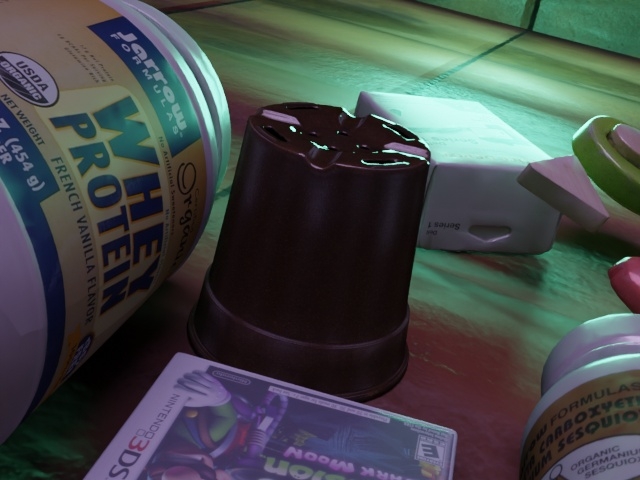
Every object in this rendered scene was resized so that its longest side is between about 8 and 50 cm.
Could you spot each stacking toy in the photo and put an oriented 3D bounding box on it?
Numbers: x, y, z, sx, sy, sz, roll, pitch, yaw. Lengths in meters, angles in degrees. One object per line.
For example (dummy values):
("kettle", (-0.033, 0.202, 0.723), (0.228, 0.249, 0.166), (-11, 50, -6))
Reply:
("stacking toy", (0.355, -0.039, 0.772), (0.279, 0.130, 0.309), (46, 37, 15))

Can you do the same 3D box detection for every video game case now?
("video game case", (-0.024, 0.135, 0.473), (0.190, 0.022, 0.173), (15, 25, 7))

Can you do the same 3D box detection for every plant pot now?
("plant pot", (0.000, 0.000, 0.601), (0.167, 0.165, 0.167), (10, 25, -5))

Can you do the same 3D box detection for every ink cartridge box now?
("ink cartridge box", (0.139, -0.077, 0.908), (0.160, 0.093, 0.219), (2, 26, -20))

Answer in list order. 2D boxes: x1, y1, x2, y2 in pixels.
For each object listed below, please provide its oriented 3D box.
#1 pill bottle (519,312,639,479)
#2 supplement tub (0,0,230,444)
("pill bottle", (0.168, 0.133, 0.431), (0.131, 0.131, 0.229), (14, 25, 6))
("supplement tub", (-0.197, -0.033, 0.509), (0.228, 0.228, 0.316), (16, 26, 9))
